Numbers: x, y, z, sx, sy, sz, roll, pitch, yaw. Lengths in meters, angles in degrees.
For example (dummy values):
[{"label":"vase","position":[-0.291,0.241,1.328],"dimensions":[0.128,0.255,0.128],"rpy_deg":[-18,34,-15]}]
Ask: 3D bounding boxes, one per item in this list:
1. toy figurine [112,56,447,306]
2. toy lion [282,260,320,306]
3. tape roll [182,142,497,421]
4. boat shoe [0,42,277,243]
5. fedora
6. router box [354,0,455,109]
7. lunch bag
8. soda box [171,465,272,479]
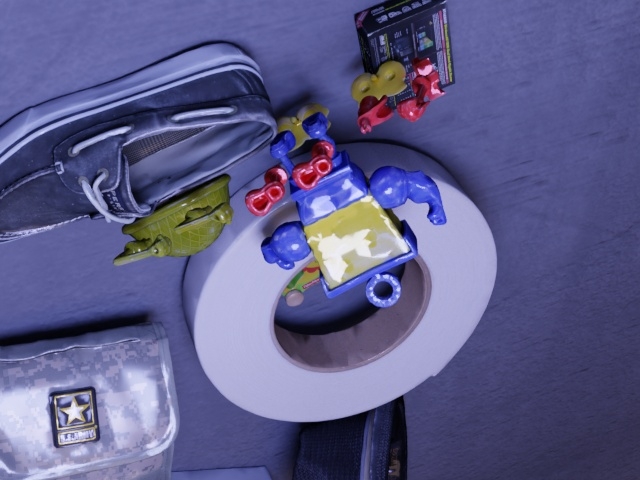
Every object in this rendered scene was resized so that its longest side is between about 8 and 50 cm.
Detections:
[{"label":"toy figurine","position":[0.000,0.000,1.103],"dimensions":[0.362,0.191,0.217],"rpy_deg":[-28,111,9]},{"label":"toy lion","position":[-0.016,0.025,1.354],"dimensions":[0.100,0.034,0.096],"rpy_deg":[-29,135,0]},{"label":"tape roll","position":[0.027,0.062,1.333],"dimensions":[0.391,0.072,0.392],"rpy_deg":[-11,129,-15]},{"label":"boat shoe","position":[-0.199,-0.077,1.050],"dimensions":[0.335,0.119,0.121],"rpy_deg":[-29,142,-1]},{"label":"fedora","position":[0.041,0.357,1.617],"dimensions":[0.152,0.334,0.334],"rpy_deg":[1,142,10]},{"label":"router box","position":[0.091,-0.202,1.159],"dimensions":[0.092,0.038,0.122],"rpy_deg":[-23,142,-6]},{"label":"lunch bag","position":[-0.298,0.230,1.298],"dimensions":[0.235,0.169,0.287],"rpy_deg":[-8,130,-20]},{"label":"soda box","position":[-0.198,0.403,1.604],"dimensions":[0.286,0.098,0.091],"rpy_deg":[5,130,-35]}]
